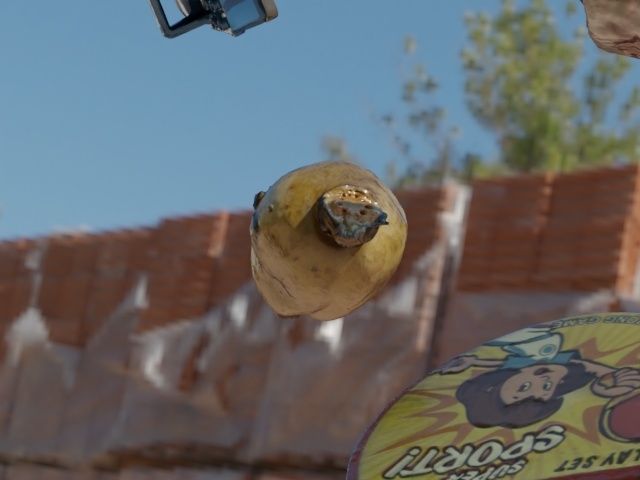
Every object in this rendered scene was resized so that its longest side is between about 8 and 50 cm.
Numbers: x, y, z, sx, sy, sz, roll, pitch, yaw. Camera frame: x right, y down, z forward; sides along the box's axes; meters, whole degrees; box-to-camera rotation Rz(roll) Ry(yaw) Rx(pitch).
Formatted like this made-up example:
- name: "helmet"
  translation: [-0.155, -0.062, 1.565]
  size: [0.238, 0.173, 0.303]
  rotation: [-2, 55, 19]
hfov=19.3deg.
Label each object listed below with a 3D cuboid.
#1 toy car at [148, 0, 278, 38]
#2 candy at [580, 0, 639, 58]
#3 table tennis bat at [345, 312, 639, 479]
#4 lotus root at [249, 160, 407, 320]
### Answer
- name: "toy car"
  translation: [-0.118, -0.253, 1.841]
  size: [0.100, 0.097, 0.191]
  rotation: [-28, 21, -15]
- name: "candy"
  translation: [0.282, -0.253, 1.540]
  size: [0.157, 0.214, 0.289]
  rotation: [9, 9, 17]
- name: "table tennis bat"
  translation: [0.131, 0.155, 1.223]
  size: [0.268, 0.051, 0.415]
  rotation: [-11, 21, 24]
- name: "lotus root"
  translation: [0.000, 0.000, 1.894]
  size: [0.154, 0.140, 0.257]
  rotation: [17, -28, -13]
